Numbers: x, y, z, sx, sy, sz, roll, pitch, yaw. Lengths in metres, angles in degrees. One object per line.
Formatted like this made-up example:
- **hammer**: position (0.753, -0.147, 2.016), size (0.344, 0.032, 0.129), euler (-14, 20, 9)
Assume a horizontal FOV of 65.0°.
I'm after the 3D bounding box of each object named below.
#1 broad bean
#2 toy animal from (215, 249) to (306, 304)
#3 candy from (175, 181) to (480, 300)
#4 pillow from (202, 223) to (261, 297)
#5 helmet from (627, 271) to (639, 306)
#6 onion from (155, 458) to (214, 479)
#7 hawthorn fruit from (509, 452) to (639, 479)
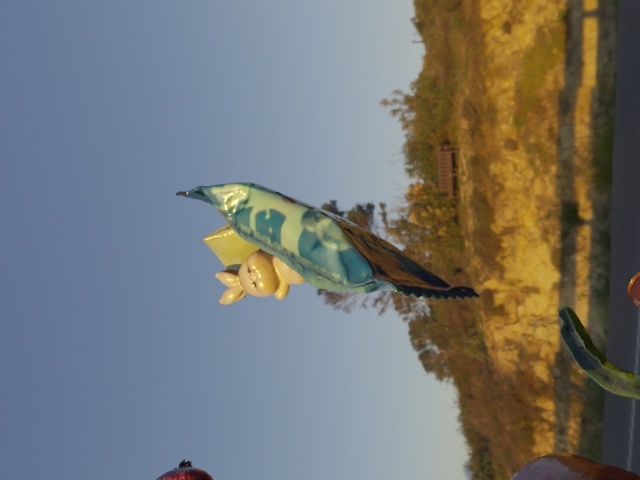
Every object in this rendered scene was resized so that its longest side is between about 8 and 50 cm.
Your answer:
- **broad bean**: position (0.643, 0.257, 1.091), size (0.049, 0.292, 0.144), euler (13, -83, -46)
- **toy animal**: position (-0.127, 0.076, 1.054), size (0.124, 0.213, 0.124), euler (157, 90, -89)
- **candy**: position (0.000, 0.000, 0.578), size (0.187, 0.331, 0.077), euler (7, -73, -52)
- **pillow**: position (-0.152, 0.037, 1.136), size (0.050, 0.148, 0.229), euler (-107, -4, -46)
- **helmet**: position (0.680, 0.105, 0.996), size (0.057, 0.111, 0.089), euler (-88, 5, -76)
- **onion**: position (-0.229, 0.417, 0.830), size (0.104, 0.115, 0.115), euler (-101, -8, -45)
- **hawthorn fruit**: position (0.280, 0.375, 0.527), size (0.275, 0.300, 0.275), euler (46, -162, -20)
